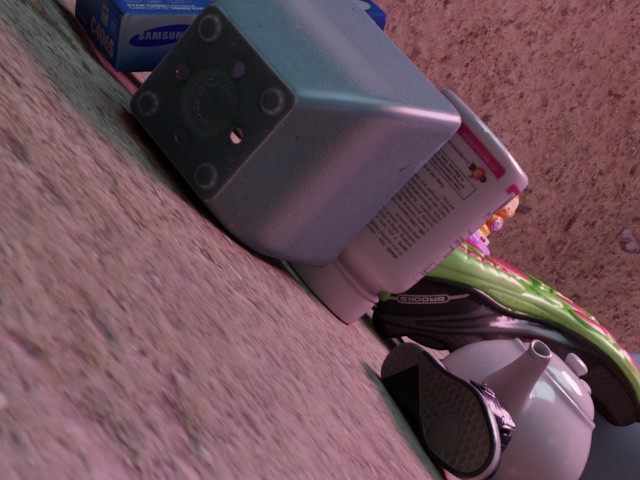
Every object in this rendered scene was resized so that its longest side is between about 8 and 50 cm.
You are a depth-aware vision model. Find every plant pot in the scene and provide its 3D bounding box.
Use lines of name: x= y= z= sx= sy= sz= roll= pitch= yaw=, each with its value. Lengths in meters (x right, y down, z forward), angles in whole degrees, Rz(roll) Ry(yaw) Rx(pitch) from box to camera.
plant pot: x=-0.054 y=-0.135 z=1.279 sx=0.248 sy=0.247 sz=0.252 roll=50 pitch=22 yaw=19
plant pot: x=0.431 y=0.316 z=1.957 sx=0.196 sy=0.290 sz=0.290 roll=9 pitch=19 yaw=-17

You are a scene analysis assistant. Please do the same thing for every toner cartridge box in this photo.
toner cartridge box: x=-0.109 y=-0.278 z=1.485 sx=0.348 sy=0.075 sz=0.165 roll=-6 pitch=34 yaw=-28

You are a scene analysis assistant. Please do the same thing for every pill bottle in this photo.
pill bottle: x=0.099 y=-0.037 z=1.479 sx=0.160 sy=0.283 sz=0.160 roll=48 pitch=5 yaw=-6

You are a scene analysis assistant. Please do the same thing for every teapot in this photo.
teapot: x=0.269 y=0.218 z=1.567 sx=0.252 sy=0.187 sz=0.256 roll=47 pitch=4 yaw=-18

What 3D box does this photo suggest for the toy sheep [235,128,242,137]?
toy sheep: x=-0.116 y=-0.220 z=2.136 sx=0.091 sy=0.091 sz=0.132 roll=46 pitch=14 yaw=-23

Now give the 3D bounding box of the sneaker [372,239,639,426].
sneaker: x=0.277 y=0.155 z=1.767 sx=0.483 sy=0.202 sz=0.185 roll=30 pitch=11 yaw=-18

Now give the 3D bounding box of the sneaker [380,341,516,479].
sneaker: x=0.171 y=0.214 z=1.328 sx=0.163 sy=0.086 sz=0.226 roll=42 pitch=6 yaw=-31

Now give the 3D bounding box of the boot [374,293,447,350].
boot: x=0.076 y=0.036 z=1.840 sx=0.338 sy=0.118 sz=0.223 roll=39 pitch=3 yaw=27

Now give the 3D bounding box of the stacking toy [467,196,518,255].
stacking toy: x=0.237 y=0.016 z=2.138 sx=0.175 sy=0.302 sz=0.165 roll=46 pitch=5 yaw=-33
